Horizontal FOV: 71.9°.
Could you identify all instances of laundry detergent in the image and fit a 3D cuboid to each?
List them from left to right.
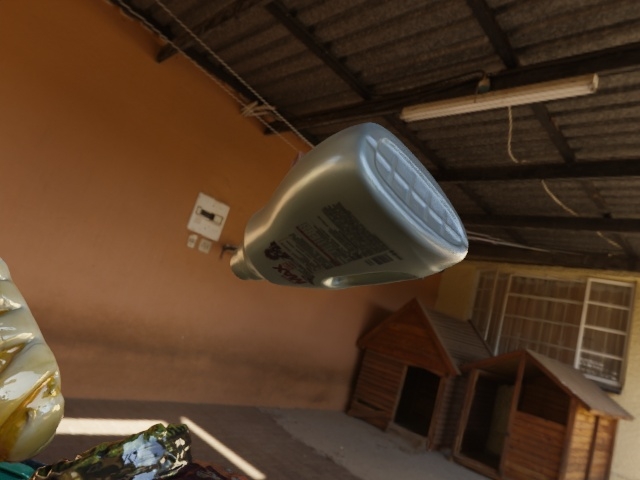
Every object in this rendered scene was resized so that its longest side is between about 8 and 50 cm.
[{"bbox_3d":[0.000,0.000,0.710,0.264,0.125,0.397,38,-40,-27],"label":"laundry detergent"}]

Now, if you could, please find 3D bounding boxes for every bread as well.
[{"bbox_3d":[-0.263,0.087,0.332,0.177,0.119,0.084,47,32,15],"label":"bread"}]

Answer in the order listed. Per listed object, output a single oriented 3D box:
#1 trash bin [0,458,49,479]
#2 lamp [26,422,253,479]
[{"bbox_3d":[-0.617,0.523,0.680,0.294,0.260,0.381,24,7,-4],"label":"trash bin"},{"bbox_3d":[-0.135,0.262,0.331,0.246,0.247,0.247,16,-12,4],"label":"lamp"}]
